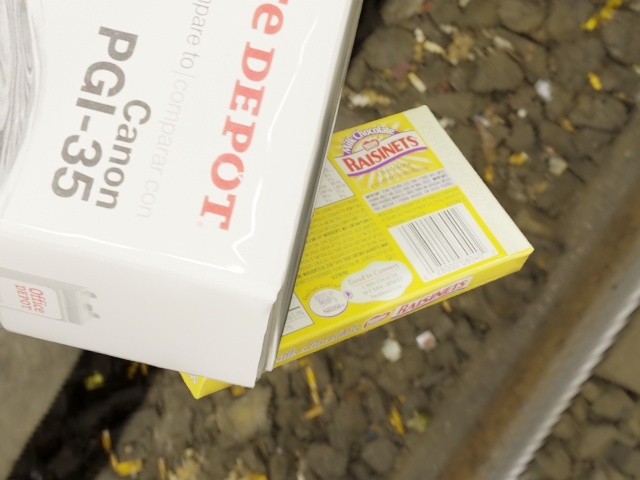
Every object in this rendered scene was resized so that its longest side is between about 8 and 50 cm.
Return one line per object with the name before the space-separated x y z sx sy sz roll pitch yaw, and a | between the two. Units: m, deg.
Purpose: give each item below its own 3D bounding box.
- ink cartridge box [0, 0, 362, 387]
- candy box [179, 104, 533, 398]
ink cartridge box | -0.131 -0.081 0.657 0.283 0.117 0.207 14 68 -1
candy box | 0.000 0.000 0.812 0.206 0.105 0.027 -19 151 -32
